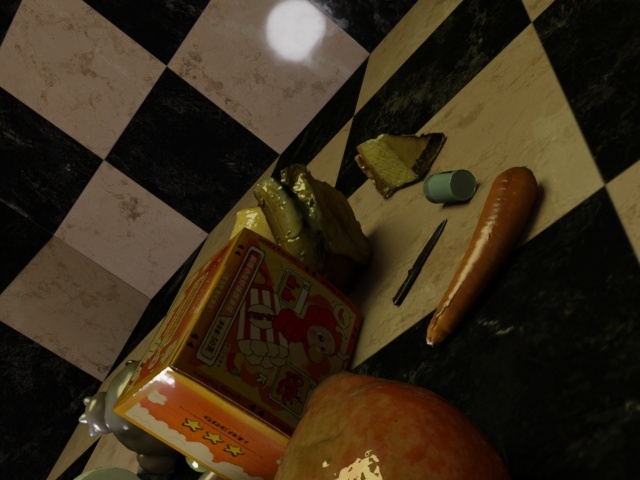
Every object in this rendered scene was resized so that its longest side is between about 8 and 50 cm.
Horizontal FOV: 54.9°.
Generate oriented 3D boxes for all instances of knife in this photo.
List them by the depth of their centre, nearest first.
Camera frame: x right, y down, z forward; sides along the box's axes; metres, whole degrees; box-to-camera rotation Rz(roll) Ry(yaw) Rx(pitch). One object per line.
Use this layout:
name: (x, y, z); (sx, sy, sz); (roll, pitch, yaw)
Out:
knife: (0.158, 0.032, 0.971); (0.170, 0.010, 0.023); (-56, 21, -17)

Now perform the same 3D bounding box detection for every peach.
peach: (0.045, 0.213, 0.514); (0.232, 0.233, 0.232); (-48, 16, 19)

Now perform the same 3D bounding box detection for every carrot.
carrot: (0.209, 0.014, 0.779); (0.066, 0.062, 0.271); (16, 70, 39)

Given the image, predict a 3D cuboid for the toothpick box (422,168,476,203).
toothpick box: (0.209, -0.087, 1.002); (0.052, 0.052, 0.083); (-56, 17, -12)

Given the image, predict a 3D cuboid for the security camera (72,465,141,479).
security camera: (-0.475, 0.578, 1.265); (0.236, 0.195, 0.194); (-34, 24, 42)

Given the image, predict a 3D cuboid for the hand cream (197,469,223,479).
hand cream: (-0.197, 0.427, 1.083); (0.209, 0.043, 0.067); (-52, 9, -16)

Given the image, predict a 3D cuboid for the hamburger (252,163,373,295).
hamburger: (0.000, 0.000, 1.113); (0.133, 0.211, 0.309); (-27, -20, 13)

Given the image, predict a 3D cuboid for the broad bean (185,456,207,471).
broad bean: (-0.198, 0.347, 1.170); (0.174, 0.082, 0.124); (-55, 6, -5)

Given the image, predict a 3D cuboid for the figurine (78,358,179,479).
figurine: (-0.315, 0.315, 1.354); (0.380, 0.248, 0.203); (-49, 11, -21)

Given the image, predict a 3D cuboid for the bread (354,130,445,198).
bread: (0.165, -0.181, 1.263); (0.152, 0.127, 0.147); (-41, 9, -25)

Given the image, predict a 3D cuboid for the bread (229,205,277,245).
bread: (-0.149, -0.001, 1.627); (0.197, 0.197, 0.170); (-27, 36, 58)

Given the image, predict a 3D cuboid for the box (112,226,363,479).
box: (-0.111, 0.182, 0.949); (0.214, 0.260, 0.283); (-37, 22, 39)
